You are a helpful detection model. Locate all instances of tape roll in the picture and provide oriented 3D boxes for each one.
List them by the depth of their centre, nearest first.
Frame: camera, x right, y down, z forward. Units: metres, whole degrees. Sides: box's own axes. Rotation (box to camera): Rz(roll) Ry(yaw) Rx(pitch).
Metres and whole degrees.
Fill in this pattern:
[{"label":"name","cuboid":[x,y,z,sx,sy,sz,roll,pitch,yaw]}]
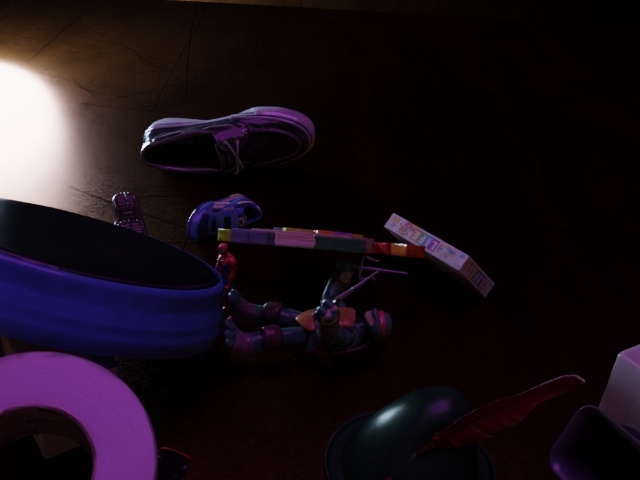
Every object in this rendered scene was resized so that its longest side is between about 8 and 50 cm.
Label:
[{"label":"tape roll","cuboid":[-0.252,0.211,0.646,0.219,0.072,0.219,5,56,-7]}]

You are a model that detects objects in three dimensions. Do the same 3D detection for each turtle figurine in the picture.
[{"label":"turtle figurine","cuboid":[0.002,0.095,0.926,0.234,0.118,0.175,-7,9,1]}]

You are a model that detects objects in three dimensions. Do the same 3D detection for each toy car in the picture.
[{"label":"toy car","cuboid":[-0.191,0.229,0.731,0.122,0.060,0.040,7,-3,-8]}]

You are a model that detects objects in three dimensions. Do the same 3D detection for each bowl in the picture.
[{"label":"bowl","cuboid":[-0.299,0.030,0.879,0.391,0.077,0.391,17,6,-2]}]

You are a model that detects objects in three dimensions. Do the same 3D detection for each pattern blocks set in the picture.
[{"label":"pattern blocks set","cuboid":[0.000,0.000,1.031,0.285,0.026,0.325,5,0,1]}]

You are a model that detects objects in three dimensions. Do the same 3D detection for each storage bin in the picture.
[{"label":"storage bin","cuboid":[0.313,0.244,0.743,0.091,0.098,0.135,18,17,-36]}]

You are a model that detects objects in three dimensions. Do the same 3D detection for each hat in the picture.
[{"label":"hat","cuboid":[0.113,0.163,0.750,0.208,0.184,0.173,-1,29,-9]}]

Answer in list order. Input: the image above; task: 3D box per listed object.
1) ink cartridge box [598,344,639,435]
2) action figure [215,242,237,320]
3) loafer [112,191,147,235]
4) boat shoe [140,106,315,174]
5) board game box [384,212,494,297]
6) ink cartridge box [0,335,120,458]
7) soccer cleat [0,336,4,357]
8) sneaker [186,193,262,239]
[{"label":"ink cartridge box","cuboid":[0.471,0.211,0.778,0.207,0.117,0.283,-14,34,-28]},{"label":"action figure","cuboid":[-0.127,0.054,0.985,0.030,0.115,0.038,-19,36,-34]},{"label":"loafer","cuboid":[-0.297,-0.013,1.156,0.056,0.050,0.148,-5,46,-9]},{"label":"boat shoe","cuboid":[-0.177,-0.170,1.405,0.335,0.121,0.119,-5,36,7]},{"label":"board game box","cuboid":[0.177,0.021,1.109,0.154,0.026,0.103,34,-3,42]},{"label":"ink cartridge box","cuboid":[-0.289,0.148,0.820,0.089,0.092,0.143,-16,35,-32]},{"label":"soccer cleat","cuboid":[-0.484,0.099,0.854,0.289,0.121,0.093,-2,29,-11]},{"label":"sneaker","cuboid":[-0.155,-0.036,1.208,0.059,0.053,0.144,27,37,31]}]
